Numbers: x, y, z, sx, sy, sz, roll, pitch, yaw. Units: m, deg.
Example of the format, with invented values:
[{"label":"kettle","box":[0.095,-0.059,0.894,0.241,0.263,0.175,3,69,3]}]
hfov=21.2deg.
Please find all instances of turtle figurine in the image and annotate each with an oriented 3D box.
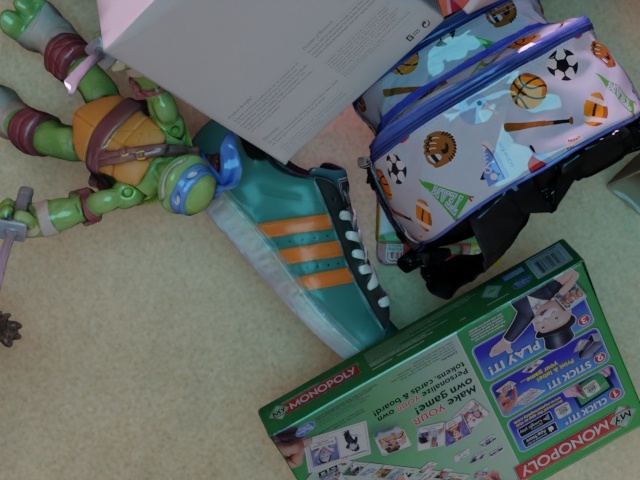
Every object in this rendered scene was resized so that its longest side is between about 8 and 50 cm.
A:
[{"label":"turtle figurine","box":[-0.228,-0.107,1.469,0.275,0.266,0.198,-21,131,-33]}]

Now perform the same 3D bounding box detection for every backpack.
[{"label":"backpack","box":[0.153,-0.101,1.473,0.276,0.263,0.213,-36,94,0]}]

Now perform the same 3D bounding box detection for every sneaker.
[{"label":"sneaker","box":[0.000,0.000,1.579,0.121,0.108,0.302,-42,92,3]}]

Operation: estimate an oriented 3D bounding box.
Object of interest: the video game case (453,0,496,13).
[{"label":"video game case","box":[0.061,-0.305,1.405,0.285,0.204,0.025,44,120,8]}]

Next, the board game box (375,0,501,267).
[{"label":"board game box","box":[0.117,-0.104,1.621,0.124,0.039,0.259,1,95,-2]}]

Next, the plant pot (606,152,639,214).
[{"label":"plant pot","box":[0.352,-0.062,1.602,0.109,0.109,0.096,38,78,-4]}]

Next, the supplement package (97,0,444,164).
[{"label":"supplement package","box":[-0.047,-0.210,1.403,0.203,0.149,0.194,31,120,-35]}]

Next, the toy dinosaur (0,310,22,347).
[{"label":"toy dinosaur","box":[-0.360,0.046,1.428,0.127,0.200,0.295,-35,93,-3]}]

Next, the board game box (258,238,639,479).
[{"label":"board game box","box":[0.127,0.161,1.573,0.317,0.046,0.213,-29,125,-2]}]
